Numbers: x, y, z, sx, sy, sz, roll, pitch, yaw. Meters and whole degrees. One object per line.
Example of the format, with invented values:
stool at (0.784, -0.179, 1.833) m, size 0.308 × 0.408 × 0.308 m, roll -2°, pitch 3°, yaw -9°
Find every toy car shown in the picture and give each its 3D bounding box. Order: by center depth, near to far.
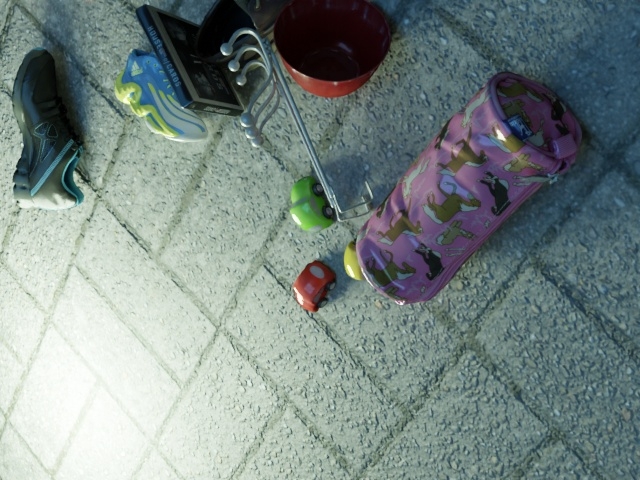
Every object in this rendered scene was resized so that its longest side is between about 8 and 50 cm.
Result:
toy car at (0.000, 0.000, 1.775) m, size 0.239 × 0.053 × 0.225 m, roll -26°, pitch 88°, yaw 41°

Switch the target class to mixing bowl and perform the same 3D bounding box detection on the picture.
mixing bowl at (0.017, -0.291, 1.608) m, size 0.181 × 0.181 × 0.098 m, roll 44°, pitch 158°, yaw 20°

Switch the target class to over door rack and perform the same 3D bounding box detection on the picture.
over door rack at (-0.047, -0.159, 1.614) m, size 0.108 × 0.239 × 0.324 m, roll -35°, pitch 88°, yaw -1°

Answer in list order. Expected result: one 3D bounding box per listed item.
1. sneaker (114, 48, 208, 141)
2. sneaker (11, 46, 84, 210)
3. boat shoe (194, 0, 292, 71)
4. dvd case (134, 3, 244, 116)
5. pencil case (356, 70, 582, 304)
sneaker at (-0.292, -0.277, 1.899) m, size 0.240 × 0.091 × 0.126 m, roll 33°, pitch 123°, yaw 28°
sneaker at (-0.555, -0.229, 2.138) m, size 0.140 × 0.125 × 0.340 m, roll 6°, pitch 107°, yaw 9°
boat shoe at (-0.085, -0.396, 1.660) m, size 0.132 × 0.130 × 0.355 m, roll 51°, pitch 130°, yaw 14°
dvd case at (-0.217, -0.298, 1.740) m, size 0.030 × 0.239 × 0.179 m, roll -28°, pitch 86°, yaw 16°
pencil case at (0.206, -0.066, 1.518) m, size 0.160 × 0.167 × 0.386 m, roll 29°, pitch 130°, yaw -14°
